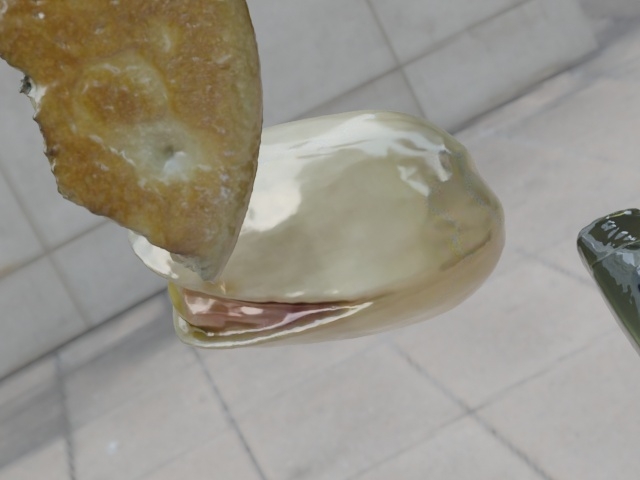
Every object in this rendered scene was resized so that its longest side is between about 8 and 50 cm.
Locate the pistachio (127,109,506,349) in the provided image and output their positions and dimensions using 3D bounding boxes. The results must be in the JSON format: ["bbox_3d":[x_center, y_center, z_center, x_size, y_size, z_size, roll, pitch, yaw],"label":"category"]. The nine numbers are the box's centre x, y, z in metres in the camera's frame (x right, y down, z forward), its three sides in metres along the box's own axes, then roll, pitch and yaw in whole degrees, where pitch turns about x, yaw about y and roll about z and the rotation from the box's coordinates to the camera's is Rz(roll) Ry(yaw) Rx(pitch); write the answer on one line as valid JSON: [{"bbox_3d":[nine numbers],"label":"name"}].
[{"bbox_3d":[0.000,0.000,1.184,0.299,0.187,0.187,-14,16,17],"label":"pistachio"}]

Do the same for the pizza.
[{"bbox_3d":[-0.100,-0.104,0.794,0.134,0.271,0.056,-24,11,-1],"label":"pizza"}]

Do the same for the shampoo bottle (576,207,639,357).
[{"bbox_3d":[0.271,0.063,0.949,0.126,0.084,0.350,-31,26,-5],"label":"shampoo bottle"}]
